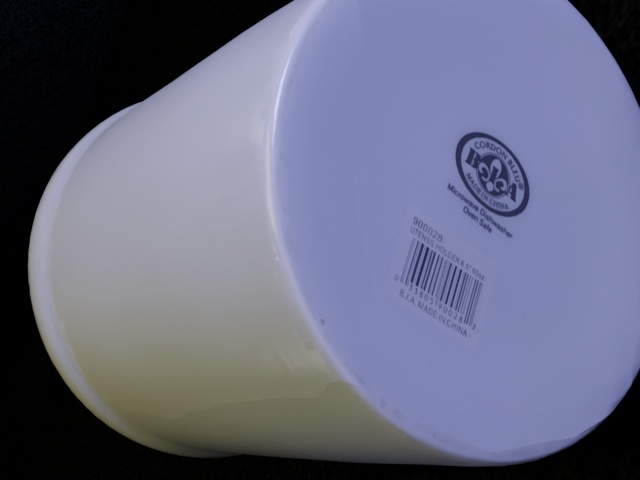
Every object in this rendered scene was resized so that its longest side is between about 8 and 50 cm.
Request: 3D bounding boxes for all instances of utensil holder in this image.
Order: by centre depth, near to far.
[{"bbox_3d":[0.000,0.000,0.662,0.385,0.328,0.327,-17,62,55],"label":"utensil holder"}]
